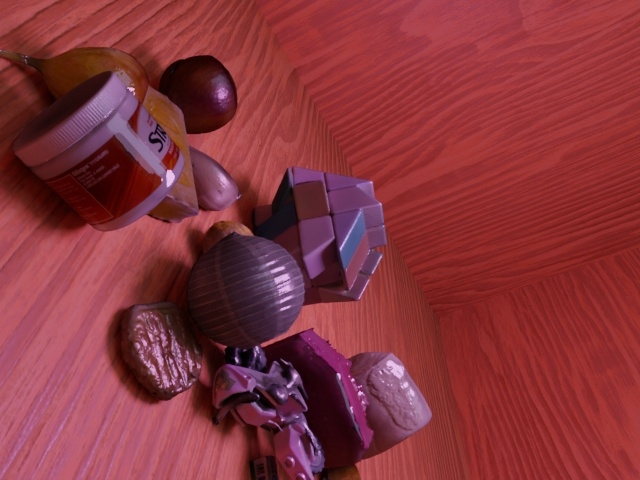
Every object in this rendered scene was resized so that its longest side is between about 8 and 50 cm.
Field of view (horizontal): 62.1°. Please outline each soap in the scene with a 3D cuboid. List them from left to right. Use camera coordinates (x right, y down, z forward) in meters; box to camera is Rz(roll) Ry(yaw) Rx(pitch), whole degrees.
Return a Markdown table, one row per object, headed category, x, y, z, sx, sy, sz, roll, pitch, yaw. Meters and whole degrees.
| category | x | y | z | sx | sy | sz | roll | pitch | yaw |
| --- | --- | --- | --- | --- | --- | --- | --- | --- | --- |
| soap | -0.352 | -0.185 | 1.130 | 0.173 | 0.089 | 0.274 | 32 | 40 | -61 |
| soap | -0.015 | 0.371 | 1.225 | 0.127 | 0.220 | 0.324 | -15 | 83 | -63 |

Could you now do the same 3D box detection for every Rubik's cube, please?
| category | x | y | z | sx | sy | sz | roll | pitch | yaw |
| --- | --- | --- | --- | --- | --- | --- | --- | --- | --- |
| Rubik's cube | 0.000 | 0.000 | 1.511 | 0.358 | 0.369 | 0.387 | 73 | 6 | -50 |

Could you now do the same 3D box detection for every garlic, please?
| category | x | y | z | sx | sy | sz | roll | pitch | yaw |
| --- | --- | --- | --- | --- | --- | --- | --- | --- | --- |
| garlic | -0.293 | -0.172 | 1.289 | 0.128 | 0.149 | 0.266 | -51 | 128 | -29 |

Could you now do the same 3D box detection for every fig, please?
| category | x | y | z | sx | sy | sz | roll | pitch | yaw |
| --- | --- | --- | --- | --- | --- | --- | --- | --- | --- |
| fig | -0.443 | -0.288 | 0.958 | 0.257 | 0.159 | 0.159 | 14 | 52 | -41 |

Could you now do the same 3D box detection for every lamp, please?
| category | x | y | z | sx | sy | sz | roll | pitch | yaw |
| --- | --- | --- | --- | --- | --- | --- | --- | --- | --- |
| lamp | -0.148 | 0.095 | 1.076 | 0.265 | 0.233 | 0.233 | -16 | 82 | -43 |

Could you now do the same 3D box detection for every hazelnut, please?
| category | x | y | z | sx | sy | sz | roll | pitch | yaw |
| --- | --- | --- | --- | --- | --- | --- | --- | --- | --- |
| hazelnut | -0.314 | -0.357 | 1.323 | 0.208 | 0.208 | 0.208 | 55 | 21 | -34 |

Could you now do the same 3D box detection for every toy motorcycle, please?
| category | x | y | z | sx | sy | sz | roll | pitch | yaw |
| --- | --- | --- | --- | --- | --- | --- | --- | --- | --- |
| toy motorcycle | -0.109 | 0.349 | 1.068 | 0.326 | 0.143 | 0.188 | 57 | 20 | 4 |

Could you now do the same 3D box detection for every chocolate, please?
| category | x | y | z | sx | sy | sz | roll | pitch | yaw |
| --- | --- | --- | --- | --- | --- | --- | --- | --- | --- |
| chocolate | -0.169 | 0.085 | 1.266 | 0.309 | 0.134 | 0.134 | 56 | 20 | -20 |

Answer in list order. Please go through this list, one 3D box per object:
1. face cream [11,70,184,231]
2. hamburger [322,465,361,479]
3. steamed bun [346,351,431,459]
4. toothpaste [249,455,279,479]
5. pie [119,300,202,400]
| category | x | y | z | sx | sy | sz | roll | pitch | yaw |
| --- | --- | --- | --- | --- | --- | --- | --- | --- | --- |
| face cream | -0.356 | -0.143 | 0.877 | 0.187 | 0.201 | 0.201 | 54 | 22 | -35 |
| hamburger | 0.051 | 0.611 | 1.313 | 0.102 | 0.087 | 0.176 | 55 | 23 | -36 |
| steamed bun | 0.109 | 0.440 | 1.409 | 0.246 | 0.236 | 0.383 | 60 | -17 | 8 |
| toothpaste | -0.102 | 0.524 | 1.052 | 0.037 | 0.043 | 0.178 | 34 | 37 | -55 |
| pie | -0.278 | 0.193 | 0.946 | 0.195 | 0.046 | 0.195 | 54 | 21 | -31 |
